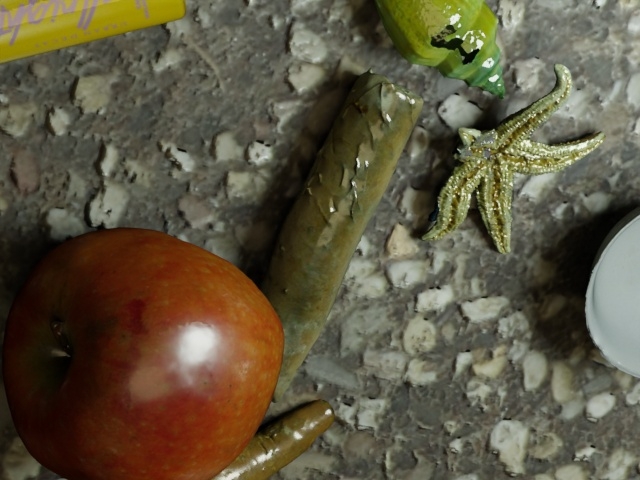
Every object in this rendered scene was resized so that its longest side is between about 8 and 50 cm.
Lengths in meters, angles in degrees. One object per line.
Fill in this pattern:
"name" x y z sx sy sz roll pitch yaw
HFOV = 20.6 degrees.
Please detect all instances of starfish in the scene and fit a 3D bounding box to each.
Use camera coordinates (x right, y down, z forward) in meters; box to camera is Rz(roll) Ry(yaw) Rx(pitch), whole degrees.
"starfish" 0.172 -0.070 1.534 0.176 0.053 0.208 -9 143 -22

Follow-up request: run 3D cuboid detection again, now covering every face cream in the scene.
"face cream" -0.244 -0.177 1.364 0.273 0.078 0.078 -15 118 -7

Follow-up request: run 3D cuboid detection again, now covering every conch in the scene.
"conch" 0.093 -0.199 1.447 0.095 0.079 0.200 -33 114 -23

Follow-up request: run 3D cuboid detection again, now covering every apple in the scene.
"apple" -0.143 0.102 1.458 0.230 0.230 0.230 -6 117 -11

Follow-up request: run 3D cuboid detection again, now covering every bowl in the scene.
"bowl" 0.317 0.028 1.604 0.189 0.086 0.189 -5 117 -10

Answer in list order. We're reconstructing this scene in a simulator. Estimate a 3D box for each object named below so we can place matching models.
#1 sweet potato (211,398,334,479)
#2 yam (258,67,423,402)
"sweet potato" -0.133 0.256 1.612 0.346 0.079 0.108 -45 146 8
"yam" 0.000 0.000 1.520 0.071 0.067 0.317 27 108 3
